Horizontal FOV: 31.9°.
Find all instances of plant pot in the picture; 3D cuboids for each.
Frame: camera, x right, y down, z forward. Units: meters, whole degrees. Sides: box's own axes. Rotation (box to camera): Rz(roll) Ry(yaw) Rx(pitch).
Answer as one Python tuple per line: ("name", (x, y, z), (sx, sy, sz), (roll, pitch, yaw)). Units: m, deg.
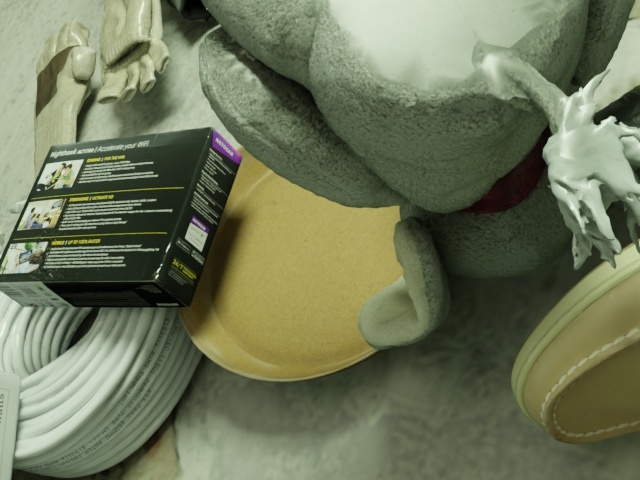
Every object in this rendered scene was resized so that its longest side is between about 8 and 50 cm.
("plant pot", (0.000, 0.000, 0.826), (0.236, 0.032, 0.236), (-14, 56, 21))

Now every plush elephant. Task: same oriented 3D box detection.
("plush elephant", (0.081, -0.084, 0.656), (0.271, 0.255, 0.330), (-29, 66, -5))

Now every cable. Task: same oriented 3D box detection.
("cable", (-0.204, 0.075, 0.936), (0.257, 0.089, 0.257), (-8, 56, 36))

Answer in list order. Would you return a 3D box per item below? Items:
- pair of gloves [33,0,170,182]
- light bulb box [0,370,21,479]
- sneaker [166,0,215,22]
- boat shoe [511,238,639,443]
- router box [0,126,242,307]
("pair of gloves", (-0.233, -0.183, 1.162), (0.240, 0.042, 0.204), (-43, 43, 33))
("light bulb box", (-0.423, 0.242, 0.738), (0.225, 0.361, 0.358), (-11, 69, 36))
("sneaker", (-0.137, -0.272, 1.144), (0.234, 0.078, 0.106), (6, 63, 42))
("boat shoe", (0.239, 0.039, 0.556), (0.302, 0.109, 0.098), (-27, 44, 17))
("router box", (-0.158, -0.015, 0.861), (0.178, 0.046, 0.133), (-2, 59, 35))
